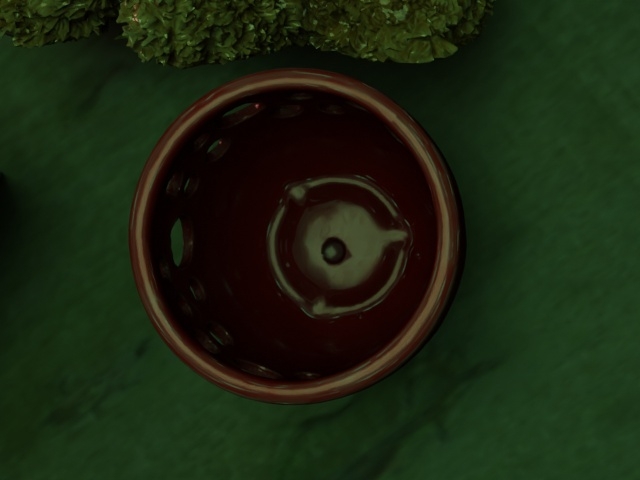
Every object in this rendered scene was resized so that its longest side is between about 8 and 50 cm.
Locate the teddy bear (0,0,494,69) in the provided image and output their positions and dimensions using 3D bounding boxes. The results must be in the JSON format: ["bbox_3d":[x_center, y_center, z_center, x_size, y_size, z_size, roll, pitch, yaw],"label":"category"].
[{"bbox_3d":[-0.064,-0.178,0.785,0.338,0.245,0.113,13,117,38],"label":"teddy bear"}]

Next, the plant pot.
[{"bbox_3d":[0.000,0.000,0.786,0.191,0.174,0.191,0,88,13],"label":"plant pot"}]
